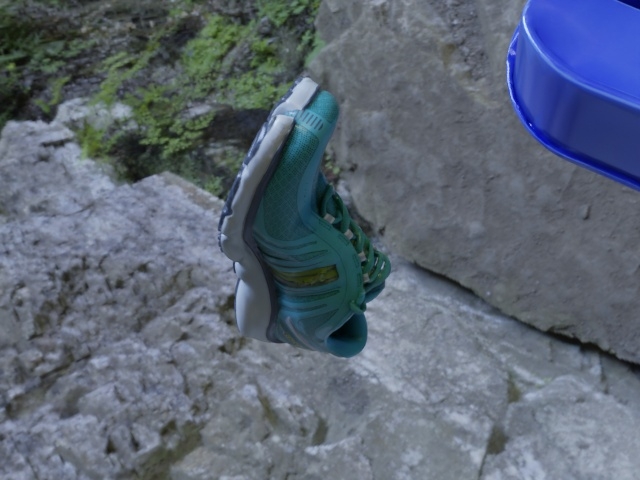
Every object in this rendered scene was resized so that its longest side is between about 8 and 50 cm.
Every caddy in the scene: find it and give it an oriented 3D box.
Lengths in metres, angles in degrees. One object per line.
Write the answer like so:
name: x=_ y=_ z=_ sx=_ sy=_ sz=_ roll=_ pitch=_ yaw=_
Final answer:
caddy: x=0.338 y=-0.163 z=0.571 sx=0.341 sy=0.241 sz=0.179 roll=31 pitch=174 yaw=24

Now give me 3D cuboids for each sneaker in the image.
sneaker: x=0.000 y=0.000 z=0.454 sx=0.110 sy=0.107 sz=0.275 roll=21 pitch=148 yaw=14
